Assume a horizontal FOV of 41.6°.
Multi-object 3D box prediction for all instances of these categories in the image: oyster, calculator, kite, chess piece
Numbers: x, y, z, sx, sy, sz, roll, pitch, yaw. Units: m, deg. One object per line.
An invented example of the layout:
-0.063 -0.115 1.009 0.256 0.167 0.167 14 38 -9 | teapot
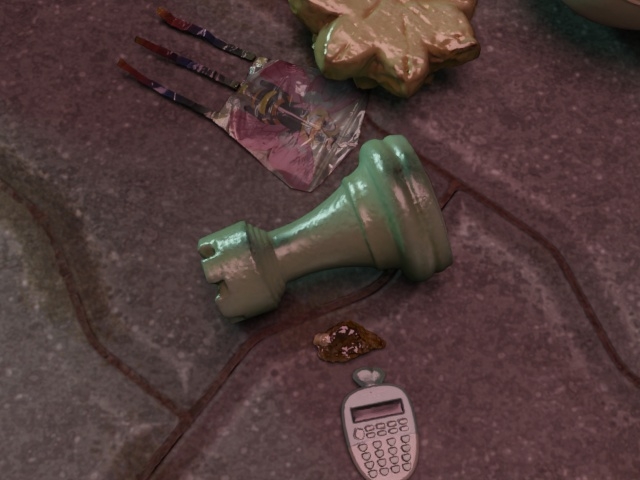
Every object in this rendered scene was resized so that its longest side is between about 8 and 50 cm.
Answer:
0.038 0.130 1.109 0.093 0.034 0.051 -18 80 -14 | oyster
0.076 0.236 1.077 0.095 0.021 0.153 -10 72 -7 | calculator
-0.107 -0.220 1.231 0.360 0.022 0.204 29 72 3 | kite
0.000 0.000 1.083 0.299 0.194 0.195 -21 73 -1 | chess piece

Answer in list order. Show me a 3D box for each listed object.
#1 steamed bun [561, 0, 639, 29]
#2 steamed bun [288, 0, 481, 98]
0.480 -0.473 1.204 0.334 0.334 0.374 41 72 11 | steamed bun
0.092 -0.326 1.223 0.295 0.137 0.292 30 70 1 | steamed bun
